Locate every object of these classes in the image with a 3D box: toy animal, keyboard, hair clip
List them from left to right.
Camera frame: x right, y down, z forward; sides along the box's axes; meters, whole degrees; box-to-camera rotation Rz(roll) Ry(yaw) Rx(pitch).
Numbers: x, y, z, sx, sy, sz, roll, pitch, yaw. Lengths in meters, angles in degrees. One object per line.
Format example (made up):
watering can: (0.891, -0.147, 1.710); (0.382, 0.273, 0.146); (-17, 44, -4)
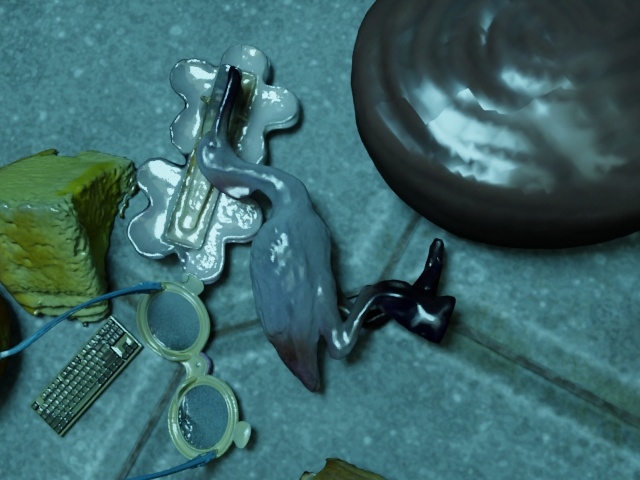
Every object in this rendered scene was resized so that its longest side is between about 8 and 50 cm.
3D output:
keyboard: (-0.247, 0.142, 0.802); (0.049, 0.015, 0.129); (43, 89, 13)
hair clip: (-0.111, -0.086, 0.796); (0.146, 0.075, 0.257); (17, 90, -4)
toy animal: (-0.024, 0.008, 0.750); (0.324, 0.090, 0.195); (40, 87, 2)

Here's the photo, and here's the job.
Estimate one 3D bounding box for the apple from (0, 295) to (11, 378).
apple: (-0.419, 0.104, 0.757); (0.196, 0.196, 0.196); (-2, 80, 9)

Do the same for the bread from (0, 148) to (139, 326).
bread: (-0.273, -0.019, 0.818); (0.140, 0.169, 0.160); (4, 40, 9)

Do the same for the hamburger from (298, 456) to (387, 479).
hamburger: (-0.035, 0.423, 0.585); (0.268, 0.287, 0.445); (34, 89, 11)

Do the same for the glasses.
glasses: (-0.191, 0.140, 0.711); (0.088, 0.220, 0.190); (-27, 79, 41)

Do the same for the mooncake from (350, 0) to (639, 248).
mooncake: (0.208, -0.145, 0.702); (0.326, 0.174, 0.334); (42, 90, 16)
